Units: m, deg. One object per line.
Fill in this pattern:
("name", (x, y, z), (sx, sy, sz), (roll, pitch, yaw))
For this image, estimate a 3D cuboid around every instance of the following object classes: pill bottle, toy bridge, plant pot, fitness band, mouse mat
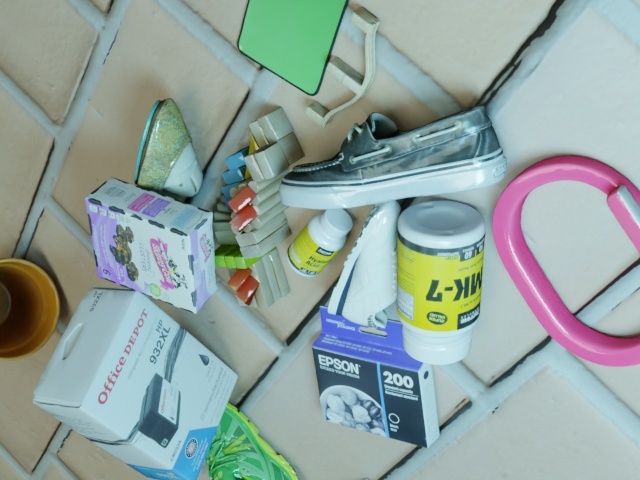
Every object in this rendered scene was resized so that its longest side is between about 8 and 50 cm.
("pill bottle", (0.166, 0.060, 1.284), (0.119, 0.119, 0.209), (16, 124, 29))
("toy bridge", (0.038, -0.227, 1.275), (0.063, 0.026, 0.188), (38, 132, 11))
("plant pot", (-0.671, 0.136, 1.906), (0.188, 0.205, 0.205), (1, 117, 54))
("pill bottle", (0.000, 0.000, 1.407), (0.065, 0.065, 0.116), (45, 133, 6))
("fitness band", (0.345, 0.028, 1.183), (0.209, 0.054, 0.291), (-28, 96, 45))
("mouse mat", (-0.041, -0.313, 1.297), (0.152, 0.007, 0.190), (34, 132, 16))

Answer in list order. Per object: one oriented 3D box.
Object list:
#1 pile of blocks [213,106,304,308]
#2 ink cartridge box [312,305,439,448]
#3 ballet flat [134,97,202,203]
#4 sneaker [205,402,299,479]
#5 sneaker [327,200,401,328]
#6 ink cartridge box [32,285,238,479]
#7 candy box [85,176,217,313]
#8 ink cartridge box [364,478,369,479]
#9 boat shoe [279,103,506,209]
("pile of blocks", (-0.126, -0.036, 1.447), (0.149, 0.112, 0.362), (24, 127, 23))
("ink cartridge box", (0.085, 0.220, 1.486), (0.206, 0.045, 0.208), (8, 118, 33))
("ballet flat", (-0.257, -0.083, 1.527), (0.123, 0.123, 0.349), (38, 132, 13))
("sneaker", (-0.168, 0.404, 1.723), (0.295, 0.123, 0.109), (39, 132, 12))
("sneaker", (0.087, 0.033, 1.362), (0.094, 0.090, 0.235), (24, 132, 7))
("ink cartridge box", (-0.308, 0.253, 1.589), (0.129, 0.223, 0.307), (-1, 145, 36))
("candy box", (-0.266, 0.008, 1.465), (0.196, 0.070, 0.165), (18, 131, 20))
("ink cartridge box", (0.147, 0.535, 1.598), (0.231, 0.078, 0.134), (27, 129, 22))
("boat shoe", (0.088, -0.118, 1.257), (0.335, 0.121, 0.119), (-8, 103, 27))
